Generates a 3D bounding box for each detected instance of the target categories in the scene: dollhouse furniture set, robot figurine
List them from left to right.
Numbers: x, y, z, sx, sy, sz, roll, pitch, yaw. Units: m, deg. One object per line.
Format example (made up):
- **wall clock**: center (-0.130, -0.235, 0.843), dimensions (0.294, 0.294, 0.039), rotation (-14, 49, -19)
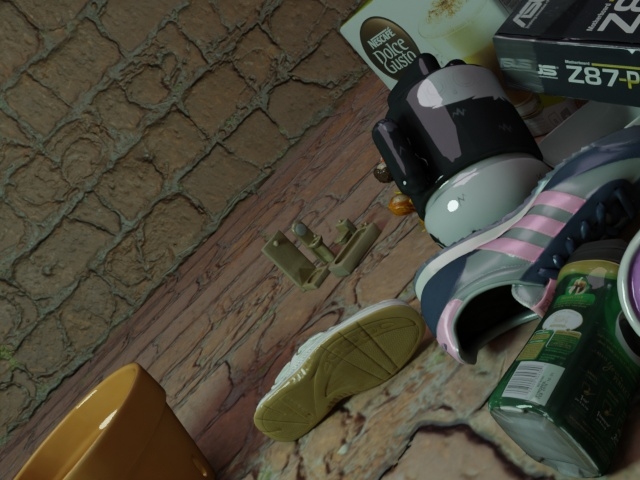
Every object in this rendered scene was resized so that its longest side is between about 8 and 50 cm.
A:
- **dollhouse furniture set**: center (0.000, 0.000, 1.245), dimensions (0.144, 0.123, 0.151), rotation (-52, 17, -25)
- **robot figurine**: center (0.183, -0.110, 0.842), dimensions (0.209, 0.174, 0.278), rotation (-21, 63, 2)

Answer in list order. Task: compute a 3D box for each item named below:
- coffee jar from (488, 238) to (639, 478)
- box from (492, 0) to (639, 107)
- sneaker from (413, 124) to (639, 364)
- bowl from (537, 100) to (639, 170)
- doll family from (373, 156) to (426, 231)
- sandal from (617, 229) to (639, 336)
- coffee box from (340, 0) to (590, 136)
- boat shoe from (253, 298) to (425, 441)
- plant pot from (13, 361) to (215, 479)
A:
- **coffee jar**: center (0.218, 0.089, 0.528), dimensions (0.184, 0.096, 0.079), rotation (-51, 20, -25)
- **box**: center (0.448, -0.318, 0.771), dimensions (0.318, 0.097, 0.395), rotation (22, 65, 44)
- **sneaker**: center (0.246, 0.017, 0.672), dimensions (0.319, 0.112, 0.131), rotation (-41, 33, 22)
- **bowl**: center (0.356, -0.128, 0.818), dimensions (0.142, 0.053, 0.142), rotation (-41, 16, 14)
- **doll family**: center (0.199, -0.088, 1.050), dimensions (0.163, 0.118, 0.263), rotation (-43, 33, -17)
- **sandal**: center (0.369, -0.051, 0.373), dimensions (0.416, 0.169, 0.102), rotation (-47, -22, 24)
- **coffee box**: center (0.304, -0.395, 1.104), dimensions (0.338, 0.334, 0.337), rotation (-50, 16, -19)
- **boat shoe**: center (0.018, 0.154, 0.855), dimensions (0.277, 0.098, 0.096), rotation (-39, 17, 21)
- **plant pot**: center (-0.291, 0.353, 0.927), dimensions (0.291, 0.203, 0.291), rotation (-40, 16, 14)
